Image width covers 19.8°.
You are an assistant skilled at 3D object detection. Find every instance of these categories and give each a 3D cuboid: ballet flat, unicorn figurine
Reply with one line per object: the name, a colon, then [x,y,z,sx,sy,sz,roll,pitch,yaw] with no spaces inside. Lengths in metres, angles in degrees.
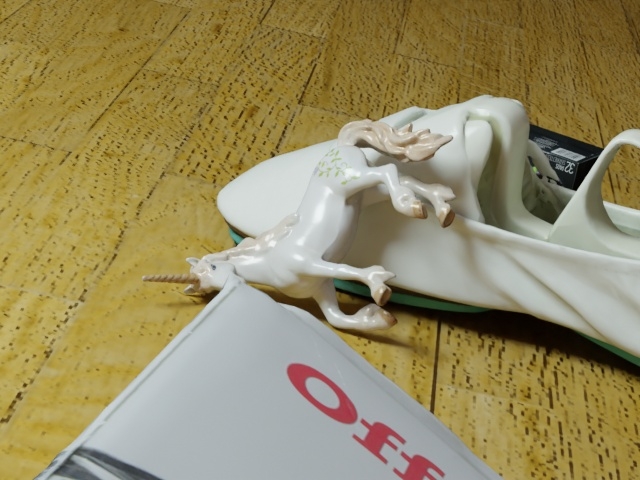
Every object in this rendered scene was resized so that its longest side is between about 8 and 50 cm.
ballet flat: [0.133,-0.013,1.044,0.400,0.139,0.139,19,20,20]
unicorn figurine: [0.000,0.000,0.998,0.111,0.060,0.162,24,61,27]

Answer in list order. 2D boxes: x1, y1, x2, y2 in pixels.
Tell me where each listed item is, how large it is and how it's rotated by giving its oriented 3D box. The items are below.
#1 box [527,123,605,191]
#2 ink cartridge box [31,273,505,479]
box: [0.136,-0.023,1.151,0.062,0.083,0.052,22,22,26]
ink cartridge box: [-0.008,0.161,0.341,0.223,0.129,0.307,40,21,1]
